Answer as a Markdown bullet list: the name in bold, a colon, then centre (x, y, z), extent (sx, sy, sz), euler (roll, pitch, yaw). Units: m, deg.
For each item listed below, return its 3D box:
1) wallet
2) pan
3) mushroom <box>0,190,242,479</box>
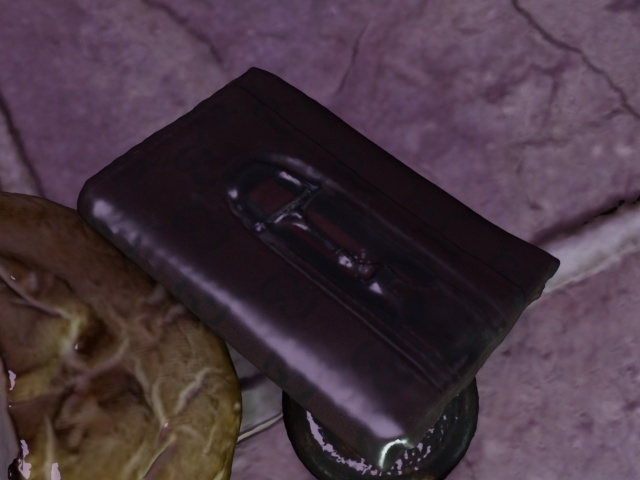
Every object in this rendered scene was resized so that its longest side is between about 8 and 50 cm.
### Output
- **wallet**: centre (0.000, 0.000, 0.686), extent (0.229, 0.049, 0.182), euler (36, 50, 13)
- **pan**: centre (0.013, 0.049, 0.715), extent (0.114, 0.040, 0.212), euler (-25, 77, -11)
- **mushroom**: centre (-0.116, 0.105, 0.668), extent (0.151, 0.156, 0.286), euler (-7, 79, -28)
